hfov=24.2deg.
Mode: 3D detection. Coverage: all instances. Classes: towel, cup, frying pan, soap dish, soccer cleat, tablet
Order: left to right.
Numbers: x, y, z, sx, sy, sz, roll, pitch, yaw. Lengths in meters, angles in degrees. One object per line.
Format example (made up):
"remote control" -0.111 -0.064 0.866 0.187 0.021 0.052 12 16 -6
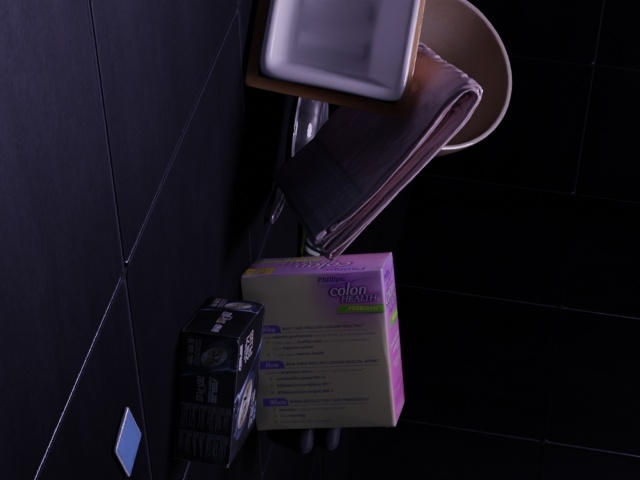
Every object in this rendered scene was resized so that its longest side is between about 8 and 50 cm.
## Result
"tablet" -0.216 0.226 1.667 0.083 0.006 0.054 81 20 -61
"frying pan" -0.029 -0.158 2.430 0.326 0.053 0.197 -65 161 -72
"soccer cleat" 0.000 0.000 2.661 0.060 0.072 0.179 -72 167 -48
"soap dish" 0.026 -0.326 2.081 0.118 0.229 0.291 142 -42 -78
"towel" 0.073 -0.147 2.164 0.317 0.053 0.332 -46 -157 5
"cup" 0.164 -0.289 2.842 0.237 0.331 0.331 141 -37 -63

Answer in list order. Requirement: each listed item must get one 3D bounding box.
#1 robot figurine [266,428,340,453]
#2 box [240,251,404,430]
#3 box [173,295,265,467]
"robot figurine" -0.013 0.201 2.422 0.209 0.173 0.278 -32 130 -79
"box" 0.006 0.151 2.241 0.117 0.213 0.243 -53 138 -73
"box" -0.131 0.181 1.947 0.147 0.077 0.180 -53 150 -72
